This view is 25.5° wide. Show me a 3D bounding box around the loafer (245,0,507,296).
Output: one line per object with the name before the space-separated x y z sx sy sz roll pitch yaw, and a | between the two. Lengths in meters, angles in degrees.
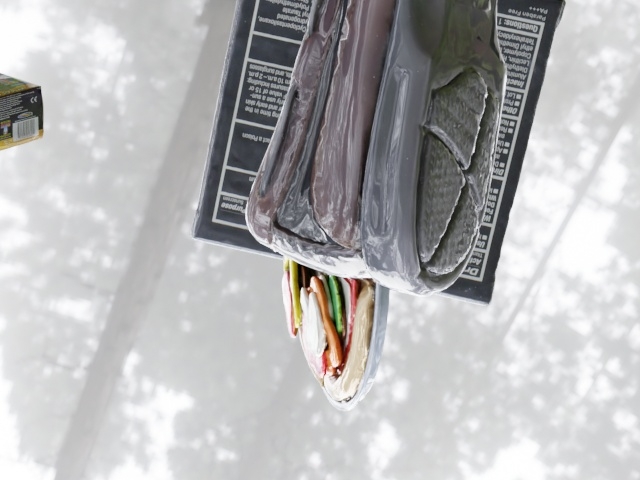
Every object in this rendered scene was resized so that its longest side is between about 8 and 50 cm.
loafer | 0.029 -0.132 0.573 0.095 0.302 0.109 9 180 29

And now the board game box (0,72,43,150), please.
board game box | -0.324 -0.097 1.093 0.141 0.048 0.170 21 -150 35

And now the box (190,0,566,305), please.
box | 0.053 -0.124 1.374 0.296 0.294 0.183 13 -169 2

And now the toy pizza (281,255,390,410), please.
toy pizza | 0.000 0.000 0.833 0.032 0.201 0.201 -2 -140 -13
